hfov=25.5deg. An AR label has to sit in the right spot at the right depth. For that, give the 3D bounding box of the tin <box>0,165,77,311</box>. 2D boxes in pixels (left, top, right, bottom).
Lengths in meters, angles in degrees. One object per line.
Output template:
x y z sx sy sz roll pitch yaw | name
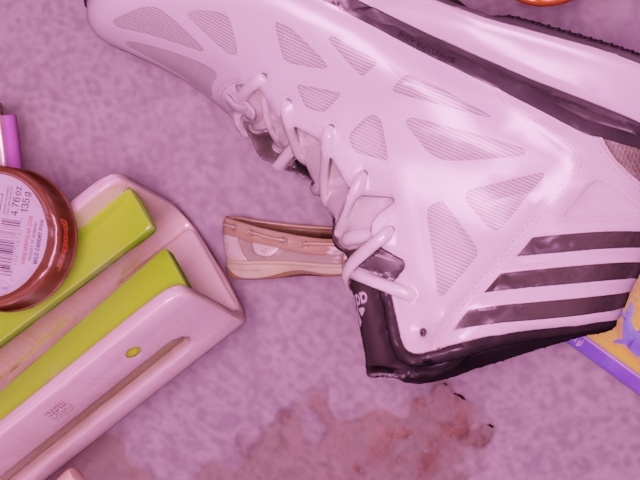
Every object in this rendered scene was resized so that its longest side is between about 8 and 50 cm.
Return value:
-0.269 -0.009 1.026 0.189 0.040 0.106 8 83 14 | tin

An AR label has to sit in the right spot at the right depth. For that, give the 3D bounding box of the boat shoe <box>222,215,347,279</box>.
0.000 0.000 1.089 0.153 0.056 0.048 -4 101 14 | boat shoe

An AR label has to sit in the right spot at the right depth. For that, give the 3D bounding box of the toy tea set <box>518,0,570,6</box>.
0.063 -0.259 1.016 0.336 0.124 0.200 -4 96 7 | toy tea set

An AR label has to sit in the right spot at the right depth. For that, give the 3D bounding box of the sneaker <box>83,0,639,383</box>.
0.019 -0.048 0.985 0.447 0.169 0.257 17 77 5 | sneaker

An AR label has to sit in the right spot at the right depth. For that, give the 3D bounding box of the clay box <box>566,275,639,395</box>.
0.279 0.007 1.058 0.127 0.053 0.222 35 99 2 | clay box

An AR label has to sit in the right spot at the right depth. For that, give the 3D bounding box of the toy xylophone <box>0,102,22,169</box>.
-0.384 -0.065 1.109 0.322 0.081 0.236 -14 94 7 | toy xylophone

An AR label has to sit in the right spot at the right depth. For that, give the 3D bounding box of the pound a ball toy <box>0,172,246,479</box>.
-0.199 0.135 1.069 0.319 0.136 0.208 -39 60 10 | pound a ball toy
